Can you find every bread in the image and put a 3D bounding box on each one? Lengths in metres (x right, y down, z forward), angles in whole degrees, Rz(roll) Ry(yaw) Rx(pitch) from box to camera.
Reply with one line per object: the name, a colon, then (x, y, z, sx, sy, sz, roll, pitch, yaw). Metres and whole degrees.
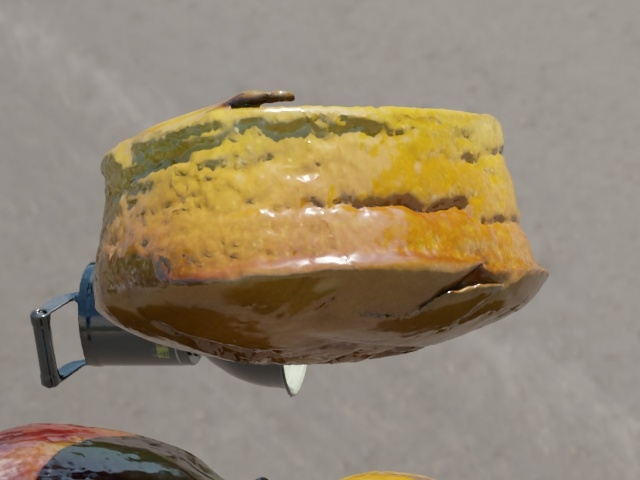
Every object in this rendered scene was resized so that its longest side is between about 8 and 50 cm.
bread: (0.000, 0.000, 1.097, 0.269, 0.142, 0.195, -3, -9, -36)

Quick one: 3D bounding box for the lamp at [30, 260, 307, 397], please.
lamp: (-0.131, 0.063, 1.763, 0.227, 0.147, 0.172, 1, 28, 10)

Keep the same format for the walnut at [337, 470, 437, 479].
walnut: (-0.004, 0.199, 0.930, 0.211, 0.087, 0.167, -28, 65, 20)

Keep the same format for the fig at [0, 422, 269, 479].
fig: (-0.152, 0.217, 1.182, 0.263, 0.224, 0.224, -7, 34, 30)
